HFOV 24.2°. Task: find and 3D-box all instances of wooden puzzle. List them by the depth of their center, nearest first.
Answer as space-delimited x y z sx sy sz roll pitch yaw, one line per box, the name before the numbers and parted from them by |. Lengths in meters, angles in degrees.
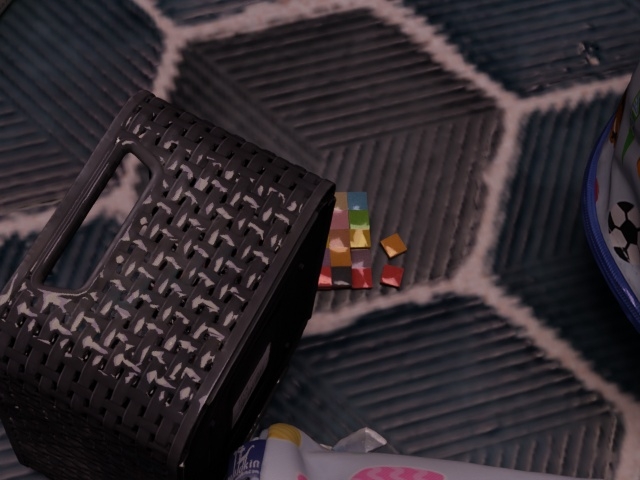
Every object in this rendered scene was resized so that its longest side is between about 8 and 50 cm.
wooden puzzle | 0.000 0.000 0.717 0.083 0.006 0.049 -1 67 -5

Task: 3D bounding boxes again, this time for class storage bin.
storage bin | -0.062 0.039 0.600 0.084 0.180 0.122 26 67 7

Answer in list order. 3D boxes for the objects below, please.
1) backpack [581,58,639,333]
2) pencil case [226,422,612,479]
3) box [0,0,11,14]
backpack | 0.245 -0.031 0.640 0.263 0.213 0.276 -34 67 -30
pencil case | 0.093 0.144 0.607 0.273 0.113 0.124 8 24 -1
box | -0.245 -0.155 0.702 0.181 0.119 0.182 29 68 8
